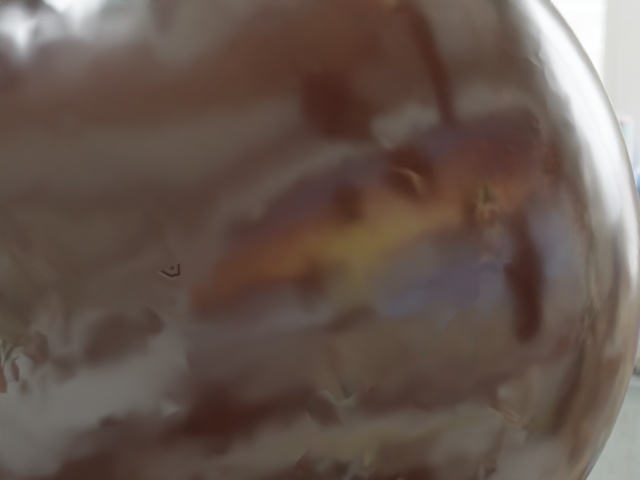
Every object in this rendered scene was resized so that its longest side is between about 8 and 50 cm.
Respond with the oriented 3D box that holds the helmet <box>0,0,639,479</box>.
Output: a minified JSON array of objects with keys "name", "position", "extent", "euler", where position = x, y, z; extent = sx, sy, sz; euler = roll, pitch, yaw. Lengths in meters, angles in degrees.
[{"name":"helmet","position":[0.000,0.000,0.543],"extent":[0.230,0.338,0.385],"euler":[-26,-32,14]}]
